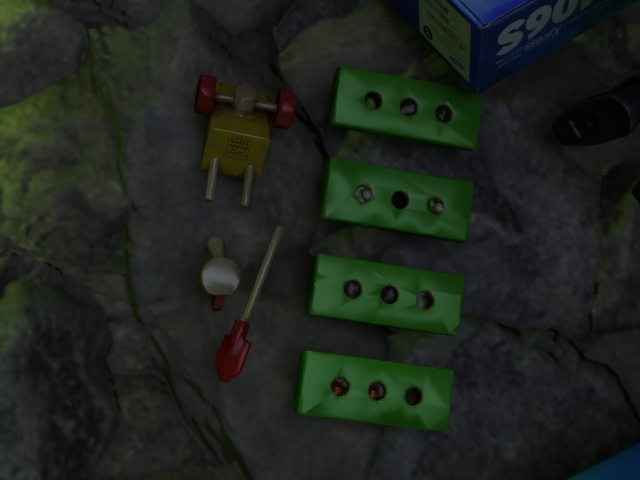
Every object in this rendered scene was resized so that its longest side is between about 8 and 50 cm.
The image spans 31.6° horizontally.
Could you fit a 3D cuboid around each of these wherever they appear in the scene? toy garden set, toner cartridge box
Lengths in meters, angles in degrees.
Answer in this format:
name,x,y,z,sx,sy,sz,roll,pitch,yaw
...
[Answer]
name,x,y,z,sx,sy,sz,roll,pitch,yaw
toy garden set,0.000,0.000,0.800,0.204,0.049,0.244,9,82,-12
toner cartridge box,0.205,-0.258,0.827,0.348,0.075,0.165,-30,63,-13

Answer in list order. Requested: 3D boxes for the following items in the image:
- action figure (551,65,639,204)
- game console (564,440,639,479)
name,x,y,z,sx,sy,sz,roll,pitch,yaw
action figure,0.312,-0.139,0.856,0.285,0.099,0.185,-37,84,-28
game console,0.238,0.278,0.717,0.293,0.173,0.250,-19,49,-27
